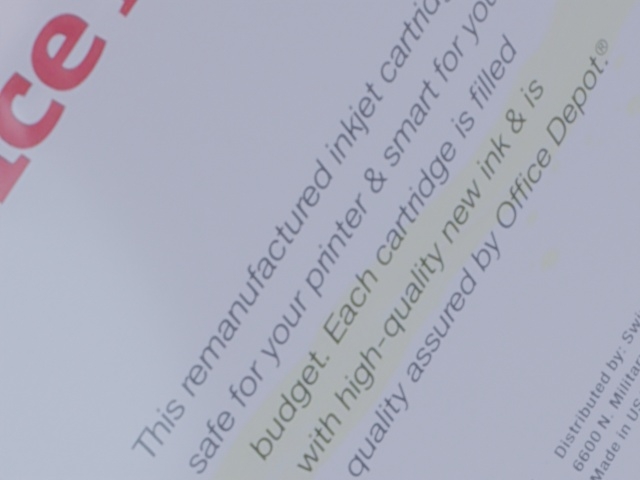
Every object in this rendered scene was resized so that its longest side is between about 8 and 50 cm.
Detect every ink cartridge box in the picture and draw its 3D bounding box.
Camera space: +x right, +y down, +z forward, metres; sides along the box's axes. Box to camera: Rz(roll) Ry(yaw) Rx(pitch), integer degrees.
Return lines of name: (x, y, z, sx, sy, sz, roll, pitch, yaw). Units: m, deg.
ink cartridge box: (0.000, 0.000, 0.546, 0.385, 0.160, 0.279, 38, 81, -34)
